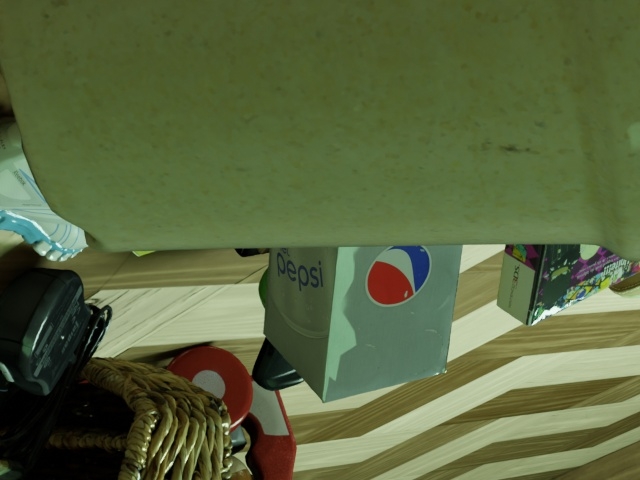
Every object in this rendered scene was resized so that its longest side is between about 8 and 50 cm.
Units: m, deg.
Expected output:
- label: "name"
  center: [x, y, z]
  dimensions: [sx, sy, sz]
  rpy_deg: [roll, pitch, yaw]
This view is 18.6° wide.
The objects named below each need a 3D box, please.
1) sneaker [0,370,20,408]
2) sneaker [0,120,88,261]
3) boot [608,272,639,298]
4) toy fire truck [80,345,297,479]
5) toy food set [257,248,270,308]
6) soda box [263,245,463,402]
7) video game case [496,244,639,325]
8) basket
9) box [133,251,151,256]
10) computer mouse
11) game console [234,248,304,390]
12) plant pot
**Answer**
- label: "sneaker"
  center: [-0.322, 0.112, 1.699]
  dimensions: [0.090, 0.081, 0.232]
  rpy_deg: [-22, 171, 1]
- label: "sneaker"
  center: [-0.182, -0.039, 1.340]
  dimensions: [0.083, 0.071, 0.190]
  rpy_deg: [-28, 163, 14]
- label: "boot"
  center: [0.338, -0.003, 2.030]
  dimensions: [0.165, 0.077, 0.213]
  rpy_deg: [-4, 154, -44]
- label: "toy fire truck"
  center: [-0.166, 0.264, 2.057]
  dimensions: [0.302, 0.254, 0.169]
  rpy_deg: [-12, 164, -20]
- label: "toy food set"
  center: [0.000, 0.000, 1.436]
  dimensions: [0.128, 0.071, 0.218]
  rpy_deg: [-44, 176, -14]
- label: "soda box"
  center: [0.032, -0.045, 1.220]
  dimensions: [0.098, 0.091, 0.286]
  rpy_deg: [-12, 125, -26]
- label: "video game case"
  center: [0.234, -0.066, 1.453]
  dimensions: [0.232, 0.042, 0.210]
  rpy_deg: [-23, 132, -36]
- label: "basket"
  center: [-0.257, 0.216, 1.814]
  dimensions: [0.299, 0.214, 0.223]
  rpy_deg: [-1, 180, 38]
- label: "box"
  center: [-0.036, -0.067, 1.369]
  dimensions: [0.232, 0.087, 0.058]
  rpy_deg: [-19, 165, 2]
- label: "computer mouse"
  center: [-0.256, 0.112, 1.655]
  dimensions: [0.060, 0.184, 0.262]
  rpy_deg: [26, 172, 7]
- label: "game console"
  center: [0.011, 0.013, 1.607]
  dimensions: [0.213, 0.044, 0.361]
  rpy_deg: [-10, 145, -25]
- label: "plant pot"
  center: [0.023, -0.125, 0.879]
  dimensions: [0.305, 0.334, 0.334]
  rpy_deg: [-8, 166, 8]
